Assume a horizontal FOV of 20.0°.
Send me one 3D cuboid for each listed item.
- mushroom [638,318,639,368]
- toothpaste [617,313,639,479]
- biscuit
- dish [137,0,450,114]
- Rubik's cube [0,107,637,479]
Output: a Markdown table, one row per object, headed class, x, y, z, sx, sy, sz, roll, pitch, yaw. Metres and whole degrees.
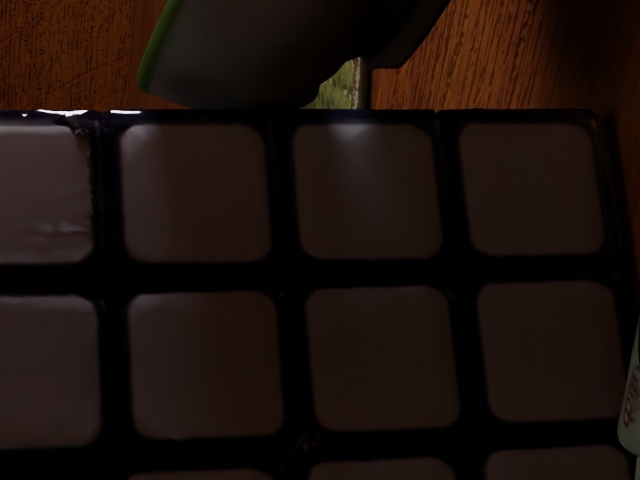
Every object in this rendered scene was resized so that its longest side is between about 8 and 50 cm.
| class | x | y | z | sx | sy | sz | roll | pitch | yaw |
| --- | --- | --- | --- | --- | --- | --- | --- | --- | --- |
| mushroom | 0.157 | 0.057 | 0.662 | 0.123 | 0.052 | 0.123 | 178 | 90 | -71 |
| toothpaste | 0.153 | 0.004 | 0.728 | 0.060 | 0.038 | 0.233 | -121 | 35 | -62 |
| biscuit | 0.010 | -0.149 | 1.494 | 0.231 | 0.016 | 0.139 | -125 | 37 | -70 |
| dish | 0.045 | -0.181 | 0.879 | 0.324 | 0.124 | 0.324 | -58 | 3 | 5 |
| Rubik's cube | -0.040 | 0.144 | 0.932 | 0.344 | 0.344 | 0.337 | 118 | 148 | -70 |
